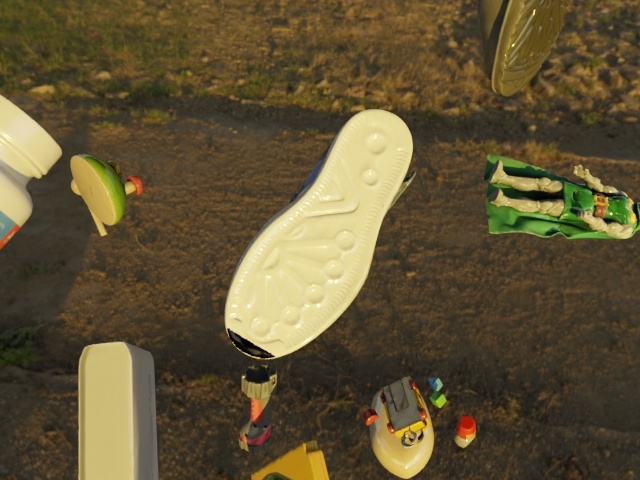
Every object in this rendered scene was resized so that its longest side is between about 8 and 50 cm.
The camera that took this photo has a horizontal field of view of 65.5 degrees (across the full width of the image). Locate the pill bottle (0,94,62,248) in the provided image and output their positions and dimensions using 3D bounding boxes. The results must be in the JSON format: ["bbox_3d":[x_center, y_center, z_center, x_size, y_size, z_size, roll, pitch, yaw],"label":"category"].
[{"bbox_3d":[-0.332,-0.023,0.419,0.124,0.124,0.222,25,69,25],"label":"pill bottle"}]

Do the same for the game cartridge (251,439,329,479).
[{"bbox_3d":[-0.058,0.663,1.184,0.052,0.324,0.286,7,53,-34],"label":"game cartridge"}]

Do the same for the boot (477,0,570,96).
[{"bbox_3d":[0.104,-0.242,0.416,0.076,0.190,0.208,-29,47,-28],"label":"boot"}]

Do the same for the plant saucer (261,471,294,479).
[{"bbox_3d":[-0.015,0.317,0.443,0.188,0.045,0.188,16,18,22],"label":"plant saucer"}]

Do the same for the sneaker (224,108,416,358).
[{"bbox_3d":[0.000,-0.001,0.646,0.130,0.236,0.323,31,81,0],"label":"sneaker"}]

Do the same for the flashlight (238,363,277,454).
[{"bbox_3d":[-0.187,0.482,1.421,0.103,0.304,0.103,24,40,28],"label":"flashlight"}]

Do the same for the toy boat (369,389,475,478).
[{"bbox_3d":[0.307,0.576,1.495,0.317,0.148,0.268,-3,51,8],"label":"toy boat"}]

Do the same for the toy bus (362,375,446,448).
[{"bbox_3d":[0.225,0.448,1.264,0.190,0.104,0.202,-2,38,49],"label":"toy bus"}]

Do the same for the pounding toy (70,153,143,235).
[{"bbox_3d":[-0.524,-0.134,1.240,0.110,0.236,0.183,-35,95,-36],"label":"pounding toy"}]

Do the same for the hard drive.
[{"bbox_3d":[-0.226,0.247,0.587,0.047,0.353,0.233,-3,77,-16],"label":"hard drive"}]

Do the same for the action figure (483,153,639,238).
[{"bbox_3d":[0.345,-0.051,0.674,0.232,0.063,0.137,11,63,-1],"label":"action figure"}]
